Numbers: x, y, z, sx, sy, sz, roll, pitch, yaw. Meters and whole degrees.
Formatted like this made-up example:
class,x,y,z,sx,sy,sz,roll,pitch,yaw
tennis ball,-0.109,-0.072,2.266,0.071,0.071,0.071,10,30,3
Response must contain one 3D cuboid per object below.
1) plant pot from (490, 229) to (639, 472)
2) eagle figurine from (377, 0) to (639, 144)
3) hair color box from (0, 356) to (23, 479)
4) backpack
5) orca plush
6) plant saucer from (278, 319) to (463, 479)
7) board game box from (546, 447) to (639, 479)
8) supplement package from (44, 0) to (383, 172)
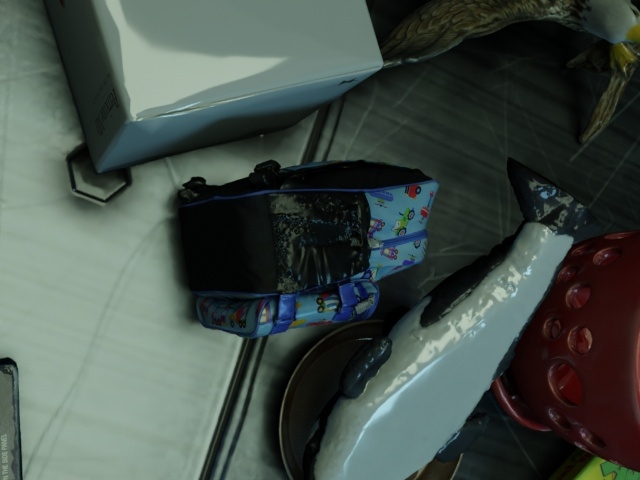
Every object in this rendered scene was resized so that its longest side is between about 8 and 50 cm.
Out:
class,x,y,z,sx,sy,sz,roll,pitch,yaw
plant pot,0.238,0.086,0.657,0.191,0.174,0.191,1,88,-37
eagle figurine,0.182,-0.212,0.648,0.298,0.225,0.226,9,92,-28
hair color box,-0.354,0.170,0.462,0.347,0.105,0.173,-3,86,-21
backpack,0.000,0.000,0.599,0.173,0.158,0.116,-8,92,-32
orca plush,0.072,0.065,0.608,0.151,0.102,0.287,16,107,-34
plant saucer,0.042,0.149,0.664,0.168,0.029,0.168,2,85,-21
board game box,0.259,0.231,0.723,0.181,0.043,0.092,-39,89,-18
supplement package,-0.105,-0.218,0.560,0.175,0.177,0.293,-17,91,-23
